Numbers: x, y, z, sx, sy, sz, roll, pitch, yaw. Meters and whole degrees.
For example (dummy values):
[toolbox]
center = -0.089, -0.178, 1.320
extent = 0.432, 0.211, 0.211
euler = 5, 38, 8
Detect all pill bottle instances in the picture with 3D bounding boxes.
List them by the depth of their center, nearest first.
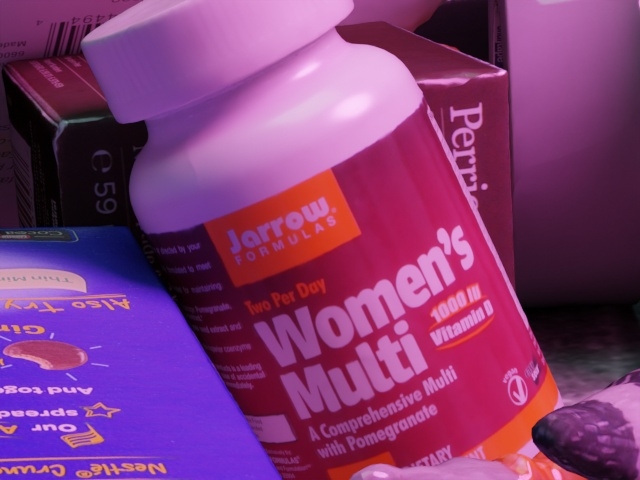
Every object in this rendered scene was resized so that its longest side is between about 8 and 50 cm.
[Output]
[pill bottle]
center = 0.000, 0.000, 0.738
extent = 0.121, 0.221, 0.121
euler = -25, 13, 6

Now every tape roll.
[tape roll]
center = 0.130, -0.074, 1.016
extent = 0.072, 0.219, 0.219
euler = -3, 16, 3

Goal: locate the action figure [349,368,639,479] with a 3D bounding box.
[action figure]
center = 0.205, 0.066, 0.606
extent = 0.341, 0.178, 0.330
euler = 7, 29, 43

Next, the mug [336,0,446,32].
[mug]
center = -0.020, -0.247, 1.306
extent = 0.374, 0.276, 0.328
euler = -35, 15, -37

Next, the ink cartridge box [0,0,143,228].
[ink cartridge box]
center = -0.201, -0.127, 0.997
extent = 0.279, 0.160, 0.384
euler = -8, -24, -20

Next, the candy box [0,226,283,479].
[candy box]
center = -0.165, 0.095, 0.611
extent = 0.268, 0.122, 0.317
euler = -1, 17, -15

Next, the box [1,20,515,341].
[box]
center = -0.032, -0.002, 0.887
extent = 0.203, 0.168, 0.167
euler = -8, 16, -15

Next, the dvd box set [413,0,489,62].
[dvd box set]
center = 0.219, -0.209, 1.644
extent = 0.308, 0.062, 0.420
euler = -6, 10, 16

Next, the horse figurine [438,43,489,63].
[horse figurine]
center = 0.026, -0.071, 1.222
extent = 0.263, 0.066, 0.174
euler = -28, 10, -31
